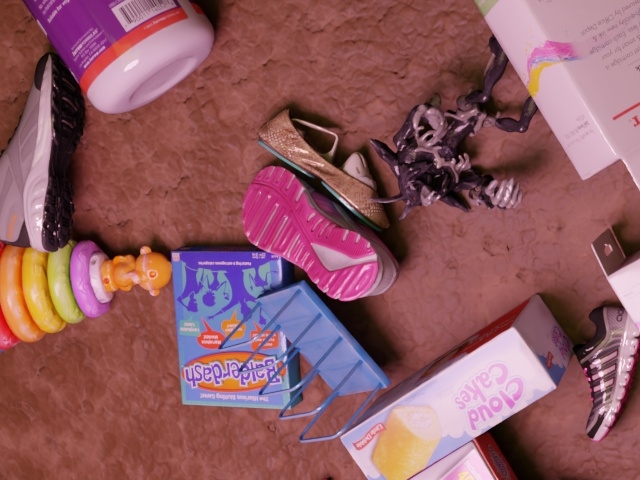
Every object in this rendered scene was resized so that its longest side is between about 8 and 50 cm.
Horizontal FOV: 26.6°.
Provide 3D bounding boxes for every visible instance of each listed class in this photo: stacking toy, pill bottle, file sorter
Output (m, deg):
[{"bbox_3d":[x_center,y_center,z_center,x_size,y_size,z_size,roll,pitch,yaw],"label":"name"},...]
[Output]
[{"bbox_3d":[-0.341,0.055,1.818,0.301,0.166,0.175,-9,99,11],"label":"stacking toy"},{"bbox_3d":[-0.286,-0.332,1.697,0.181,0.181,0.323,-36,85,23],"label":"pill bottle"},{"bbox_3d":[-0.025,0.153,1.662,0.170,0.104,0.118,50,149,-12],"label":"file sorter"}]

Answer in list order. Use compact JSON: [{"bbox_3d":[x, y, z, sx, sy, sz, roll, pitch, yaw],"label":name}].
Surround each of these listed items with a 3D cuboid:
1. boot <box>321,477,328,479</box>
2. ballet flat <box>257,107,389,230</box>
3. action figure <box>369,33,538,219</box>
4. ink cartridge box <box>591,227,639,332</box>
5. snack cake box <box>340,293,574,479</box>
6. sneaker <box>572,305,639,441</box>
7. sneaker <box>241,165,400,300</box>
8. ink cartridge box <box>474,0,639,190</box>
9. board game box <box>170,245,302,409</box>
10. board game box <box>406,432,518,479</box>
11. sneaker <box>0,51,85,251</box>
[{"bbox_3d":[0.055,0.399,1.752,0.244,0.088,0.176,-1,90,18],"label":"boot"},{"bbox_3d":[0.015,-0.095,1.686,0.206,0.073,0.067,37,96,8],"label":"ballet flat"},{"bbox_3d":[0.168,-0.117,1.576,0.164,0.141,0.276,35,108,-17],"label":"action figure"},{"bbox_3d":[0.392,0.065,1.538,0.067,0.115,0.198,-32,88,24],"label":"ink cartridge box"},{"bbox_3d":[0.167,0.184,1.628,0.264,0.152,0.089,-36,87,23],"label":"snack cake box"},{"bbox_3d":[0.333,0.153,1.608,0.074,0.063,0.170,16,102,20],"label":"sneaker"},{"bbox_3d":[0.000,0.000,1.689,0.252,0.111,0.103,43,102,34],"label":"sneaker"},{"bbox_3d":[0.328,-0.209,1.465,0.207,0.119,0.353,-29,87,-13],"label":"ink cartridge box"},{"bbox_3d":[-0.110,0.113,1.780,0.160,0.047,0.210,-1,100,20],"label":"board game box"},{"bbox_3d":[0.132,0.416,1.636,0.316,0.064,0.242,-35,76,20],"label":"board game box"},{"bbox_3d":[-0.378,-0.120,1.775,0.108,0.100,0.272,1,75,17],"label":"sneaker"}]
